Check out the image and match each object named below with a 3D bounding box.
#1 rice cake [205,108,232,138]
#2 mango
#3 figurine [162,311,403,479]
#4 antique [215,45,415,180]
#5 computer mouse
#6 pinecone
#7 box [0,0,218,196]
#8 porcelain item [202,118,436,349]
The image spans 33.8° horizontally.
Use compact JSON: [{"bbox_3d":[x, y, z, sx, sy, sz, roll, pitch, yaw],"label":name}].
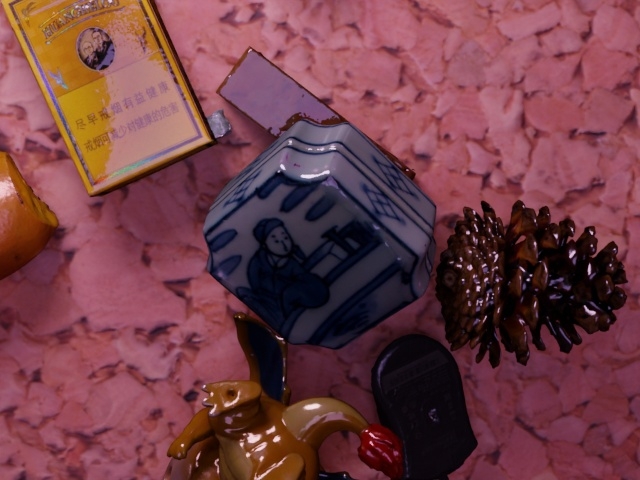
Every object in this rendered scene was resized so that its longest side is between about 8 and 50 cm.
[{"bbox_3d":[-0.231,-0.136,1.557,0.211,0.034,0.043,-22,94,1],"label":"rice cake"},{"bbox_3d":[-0.526,-0.008,1.512,0.257,0.138,0.187,-35,89,-3],"label":"mango"},{"bbox_3d":[-0.056,0.351,1.487,0.401,0.387,0.268,38,58,17],"label":"figurine"},{"bbox_3d":[-0.003,-0.157,1.537,0.310,0.093,0.087,37,96,-10],"label":"antique"},{"bbox_3d":[0.152,0.262,1.627,0.147,0.088,0.264,-19,101,-17],"label":"computer mouse"},{"bbox_3d":[0.311,0.066,1.527,0.292,0.246,0.246,0,100,-11],"label":"pinecone"},{"bbox_3d":[-0.295,-0.236,1.491,0.193,0.084,0.301,-24,93,0],"label":"box"},{"bbox_3d":[0.000,0.000,1.476,0.286,0.157,0.281,44,124,-16],"label":"porcelain item"}]
